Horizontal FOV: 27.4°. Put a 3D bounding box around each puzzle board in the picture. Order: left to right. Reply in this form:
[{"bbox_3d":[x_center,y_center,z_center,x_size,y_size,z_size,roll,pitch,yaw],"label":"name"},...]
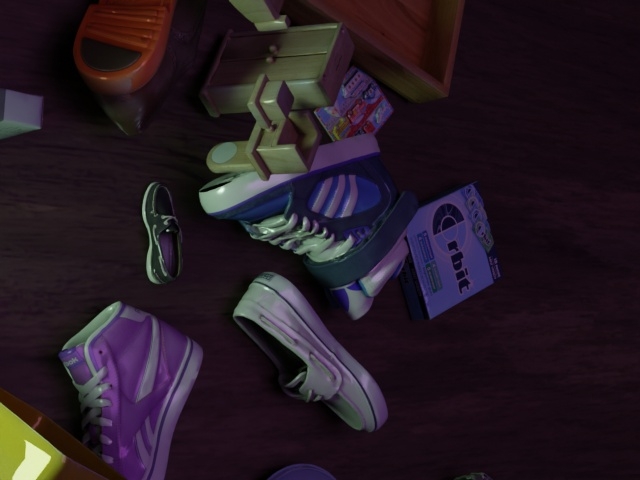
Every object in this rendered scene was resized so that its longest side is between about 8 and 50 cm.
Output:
[{"bbox_3d":[0.050,-0.183,1.852,0.096,0.011,0.128,55,52,-25],"label":"puzzle board"}]

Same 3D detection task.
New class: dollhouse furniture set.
[{"bbox_3d":[-0.115,-0.294,1.515,0.355,0.174,0.303,58,40,-45],"label":"dollhouse furniture set"}]

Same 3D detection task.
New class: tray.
[{"bbox_3d":[0.036,-0.371,1.814,0.411,0.076,0.203,27,65,-38],"label":"tray"}]

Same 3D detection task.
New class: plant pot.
[{"bbox_3d":[-0.321,0.265,1.296,0.187,0.212,0.212,-53,147,-9],"label":"plant pot"}]

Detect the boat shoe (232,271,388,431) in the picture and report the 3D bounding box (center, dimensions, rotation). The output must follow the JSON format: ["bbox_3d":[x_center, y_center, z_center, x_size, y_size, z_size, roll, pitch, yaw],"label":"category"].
[{"bbox_3d":[-0.015,0.164,1.696,0.088,0.096,0.267,-50,117,-30],"label":"boat shoe"}]

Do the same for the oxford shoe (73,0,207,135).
[{"bbox_3d":[-0.196,-0.289,1.581,0.132,0.130,0.363,78,27,-53],"label":"oxford shoe"}]

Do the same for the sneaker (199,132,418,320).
[{"bbox_3d":[0.000,0.000,1.700,0.323,0.130,0.236,-21,96,-48],"label":"sneaker"}]

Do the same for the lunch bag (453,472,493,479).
[{"bbox_3d":[0.279,0.495,1.894,0.235,0.169,0.287,27,60,-35],"label":"lunch bag"}]

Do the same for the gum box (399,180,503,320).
[{"bbox_3d":[0.184,0.013,1.937,0.184,0.041,0.157,-25,103,-41],"label":"gum box"}]

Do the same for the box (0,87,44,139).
[{"bbox_3d":[-0.398,-0.136,1.326,0.186,0.145,0.038,11,77,-43],"label":"box"}]

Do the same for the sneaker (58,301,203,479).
[{"bbox_3d":[-0.248,0.202,1.474,0.161,0.102,0.282,37,51,-31],"label":"sneaker"}]

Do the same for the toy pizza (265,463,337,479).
[{"bbox_3d":[-0.032,0.390,1.696,0.201,0.032,0.201,5,83,-42],"label":"toy pizza"}]

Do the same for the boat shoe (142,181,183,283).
[{"bbox_3d":[-0.188,-0.010,1.586,0.046,0.038,0.125,6,81,-43],"label":"boat shoe"}]
